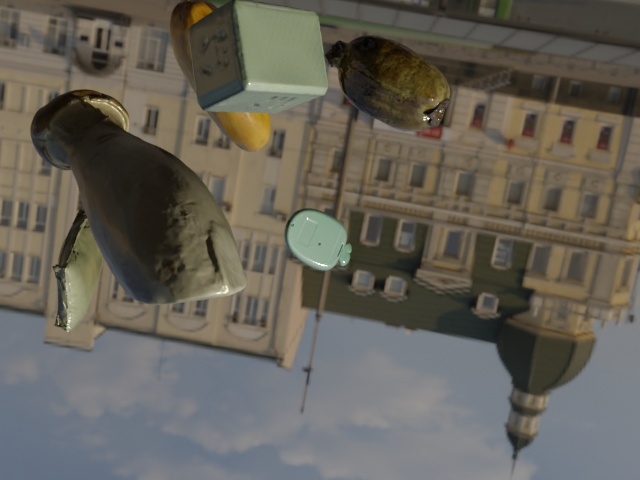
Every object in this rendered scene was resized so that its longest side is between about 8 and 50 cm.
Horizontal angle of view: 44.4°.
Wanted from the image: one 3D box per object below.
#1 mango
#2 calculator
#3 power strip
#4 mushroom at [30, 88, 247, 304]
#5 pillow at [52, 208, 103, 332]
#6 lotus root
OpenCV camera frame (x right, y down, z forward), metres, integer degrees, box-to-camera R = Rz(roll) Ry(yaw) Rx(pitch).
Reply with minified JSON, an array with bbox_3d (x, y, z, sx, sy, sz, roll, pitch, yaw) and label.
[{"bbox_3d":[-0.202,-0.342,1.650,0.144,0.359,0.187,-28,-156,-3],"label":"mango"},{"bbox_3d":[0.000,0.000,1.360,0.153,0.095,0.021,28,172,-34],"label":"calculator"},{"bbox_3d":[-0.075,-0.282,1.240,0.224,0.139,0.140,-6,176,-40],"label":"power strip"},{"bbox_3d":[-0.185,-0.040,0.797,0.128,0.128,0.350,-1,-143,-46],"label":"mushroom"},{"bbox_3d":[-0.370,0.041,1.203,0.053,0.119,0.208,-3,-151,-3],"label":"pillow"},{"bbox_3d":[0.121,-0.302,1.478,0.260,0.145,0.128,32,-158,12],"label":"lotus root"}]
